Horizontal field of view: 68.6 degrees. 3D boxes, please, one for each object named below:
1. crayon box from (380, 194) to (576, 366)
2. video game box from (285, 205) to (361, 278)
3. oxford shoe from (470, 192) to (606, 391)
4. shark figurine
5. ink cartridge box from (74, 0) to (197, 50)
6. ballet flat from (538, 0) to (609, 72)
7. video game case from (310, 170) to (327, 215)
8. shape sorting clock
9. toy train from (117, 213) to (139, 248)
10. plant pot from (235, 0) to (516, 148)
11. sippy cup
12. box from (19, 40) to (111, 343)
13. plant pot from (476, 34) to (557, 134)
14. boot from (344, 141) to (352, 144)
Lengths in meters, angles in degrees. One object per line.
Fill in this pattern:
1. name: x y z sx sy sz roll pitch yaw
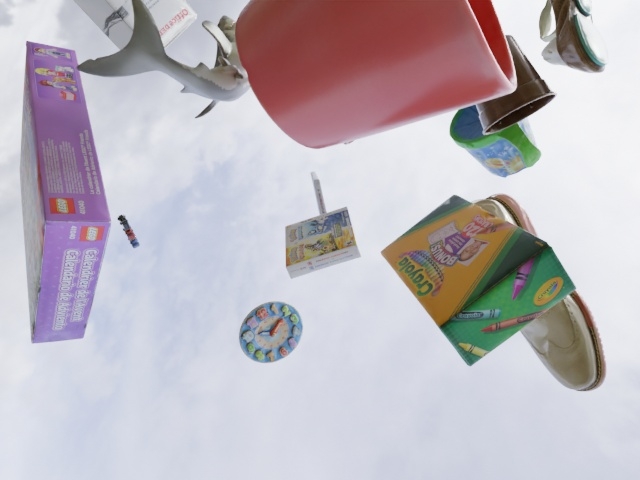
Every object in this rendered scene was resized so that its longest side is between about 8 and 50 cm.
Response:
1. crayon box: 0.208 0.040 0.693 0.165 0.081 0.278 -39 -161 5
2. video game box: 0.000 0.000 1.226 0.187 0.048 0.205 -20 -149 7
3. oxford shoe: 0.365 0.100 0.869 0.140 0.146 0.397 -51 -122 49
4. shark figurine: -0.148 -0.200 0.601 0.116 0.166 0.278 -35 -171 29
5. ink cartridge box: -0.508 -0.643 1.242 0.121 0.289 0.211 -7 -136 45
6. ballet flat: 0.571 -0.492 1.090 0.124 0.116 0.342 -33 -133 53
7. video game case: -0.002 -0.129 1.573 0.023 0.183 0.201 -13 -164 -1
8. shape sorting clock: -0.148 0.283 1.435 0.206 0.206 0.040 -60 -155 0
9. toy train: -0.589 -0.023 1.449 0.027 0.158 0.036 -34 -116 -23
10. plant pot: 0.054 -0.242 0.536 0.243 0.275 0.275 -21 -122 31
11. sippy cup: 0.568 -0.329 1.494 0.240 0.224 0.305 -19 -137 39
12. box: -0.308 -0.060 0.544 0.201 0.057 0.293 -57 -132 38
13. plant pot: 0.407 -0.350 1.049 0.167 0.167 0.165 -28 -98 26
14. boot: 0.037 -0.395 1.504 0.085 0.236 0.179 -41 -95 24
